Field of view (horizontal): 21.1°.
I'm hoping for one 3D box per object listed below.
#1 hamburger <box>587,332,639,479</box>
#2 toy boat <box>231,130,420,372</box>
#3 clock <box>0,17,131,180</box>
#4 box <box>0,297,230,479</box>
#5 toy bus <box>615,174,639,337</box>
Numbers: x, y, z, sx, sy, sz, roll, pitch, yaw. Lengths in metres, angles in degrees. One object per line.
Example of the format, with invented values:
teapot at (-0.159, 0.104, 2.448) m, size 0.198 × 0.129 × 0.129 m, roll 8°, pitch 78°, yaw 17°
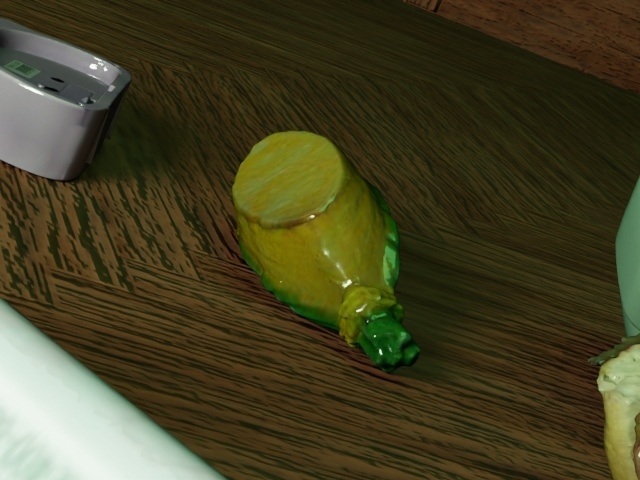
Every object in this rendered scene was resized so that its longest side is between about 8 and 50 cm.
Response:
hamburger at (0.278, 0.105, 0.874) m, size 0.282 × 0.245 × 0.155 m, roll -40°, pitch 33°, yaw -25°
toy boat at (0.000, 0.000, 1.005) m, size 0.088 × 0.089 × 0.229 m, roll 61°, pitch -1°, yaw -25°
clock at (-0.180, -0.090, 1.056) m, size 0.110 × 0.050 × 0.152 m, roll 23°, pitch 14°, yaw -4°
box at (-0.117, 0.051, 0.450) m, size 0.370 × 0.112 × 0.190 m, roll 33°, pitch -11°, yaw 30°
toy bus at (0.269, 0.006, 1.061) m, size 0.165 × 0.133 × 0.271 m, roll -2°, pitch -23°, yaw -1°
